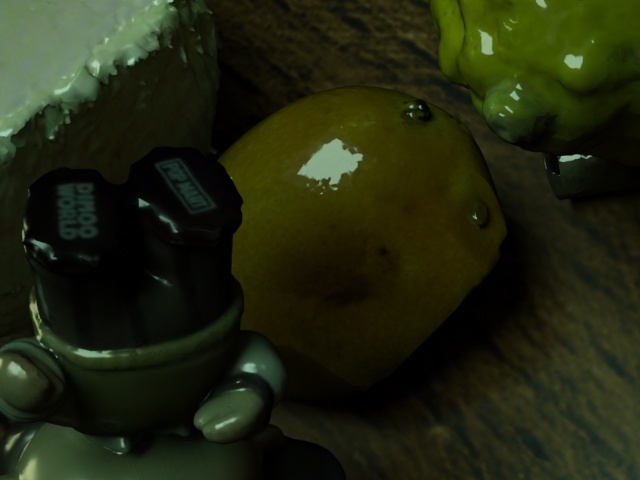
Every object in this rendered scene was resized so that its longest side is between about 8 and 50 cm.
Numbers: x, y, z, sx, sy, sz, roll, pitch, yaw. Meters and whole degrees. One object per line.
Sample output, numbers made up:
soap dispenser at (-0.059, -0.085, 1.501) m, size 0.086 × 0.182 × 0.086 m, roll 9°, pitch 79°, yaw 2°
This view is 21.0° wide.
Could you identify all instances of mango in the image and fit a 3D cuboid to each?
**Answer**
mango at (0.000, 0.000, 1.098) m, size 0.236 × 0.166 × 0.136 m, roll -47°, pitch 5°, yaw 25°

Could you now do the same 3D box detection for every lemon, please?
lemon at (0.199, -0.187, 0.967) m, size 0.285 × 0.285 × 0.316 m, roll -19°, pitch 38°, yaw 21°

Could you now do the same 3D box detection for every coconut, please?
coconut at (-0.268, -0.106, 1.187) m, size 0.404 × 0.404 × 0.405 m, roll -14°, pitch 59°, yaw 24°

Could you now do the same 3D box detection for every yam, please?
yam at (0.262, -0.067, 1.042) m, size 0.264 × 0.046 × 0.046 m, roll -11°, pitch 60°, yaw 26°

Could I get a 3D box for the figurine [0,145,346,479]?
figurine at (-0.091, 0.127, 0.973) m, size 0.218 × 0.365 × 0.206 m, roll -27°, pitch 64°, yaw -28°
